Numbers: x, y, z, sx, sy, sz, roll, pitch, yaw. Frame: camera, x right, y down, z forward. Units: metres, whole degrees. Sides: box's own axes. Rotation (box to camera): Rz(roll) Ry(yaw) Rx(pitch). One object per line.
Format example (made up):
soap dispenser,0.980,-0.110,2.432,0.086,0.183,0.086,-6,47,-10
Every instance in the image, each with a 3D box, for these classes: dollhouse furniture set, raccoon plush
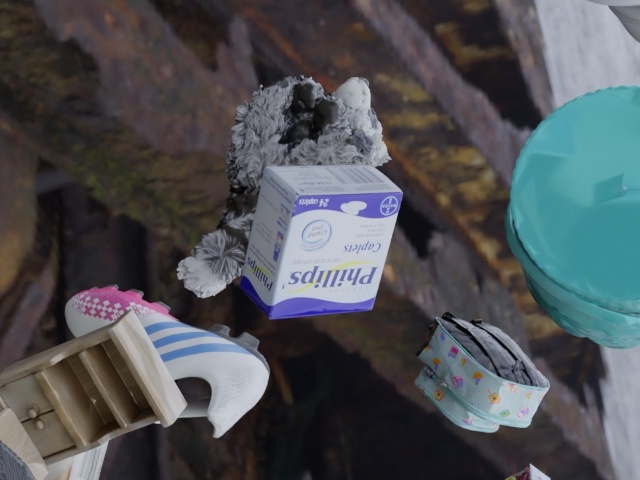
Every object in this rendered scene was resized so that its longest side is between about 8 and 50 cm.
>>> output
dollhouse furniture set,-0.249,0.179,1.140,0.212,0.161,0.242,62,24,-12
raccoon plush,-0.068,-0.103,2.211,0.216,0.446,0.299,49,5,12

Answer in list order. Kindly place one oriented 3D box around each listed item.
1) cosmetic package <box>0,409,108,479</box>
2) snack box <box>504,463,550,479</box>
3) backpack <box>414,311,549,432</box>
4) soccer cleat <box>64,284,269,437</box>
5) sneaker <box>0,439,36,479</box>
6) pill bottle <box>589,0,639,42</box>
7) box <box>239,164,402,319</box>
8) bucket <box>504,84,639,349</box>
cosmetic package,-0.454,0.273,1.772,0.153,0.296,0.129,73,29,-72
snack box,0.202,0.318,1.384,0.037,0.100,0.141,38,30,-20
backpack,0.249,0.213,1.991,0.166,0.188,0.144,16,102,-39
soccer cleat,-0.224,0.154,1.674,0.143,0.331,0.116,-55,144,-32
sneaker,-0.246,0.251,0.853,0.124,0.178,0.295,-115,-174,-51
pill bottle,0.202,-0.273,0.883,0.318,0.176,0.176,43,35,-41
box,0.000,0.000,1.287,0.072,0.126,0.137,44,-52,48
bucket,0.336,-0.024,1.418,0.183,0.281,0.281,46,35,-66
